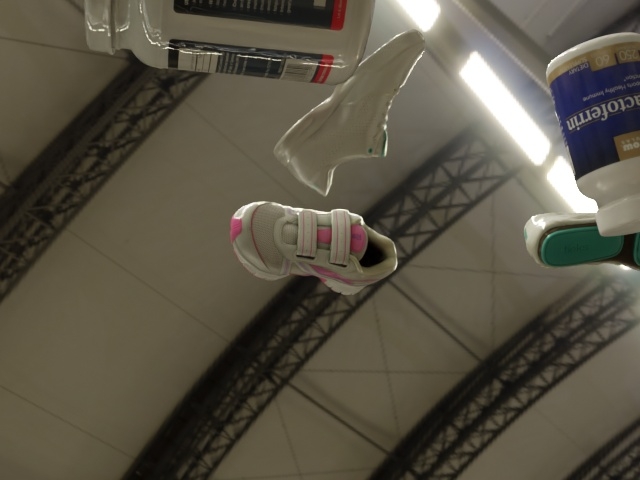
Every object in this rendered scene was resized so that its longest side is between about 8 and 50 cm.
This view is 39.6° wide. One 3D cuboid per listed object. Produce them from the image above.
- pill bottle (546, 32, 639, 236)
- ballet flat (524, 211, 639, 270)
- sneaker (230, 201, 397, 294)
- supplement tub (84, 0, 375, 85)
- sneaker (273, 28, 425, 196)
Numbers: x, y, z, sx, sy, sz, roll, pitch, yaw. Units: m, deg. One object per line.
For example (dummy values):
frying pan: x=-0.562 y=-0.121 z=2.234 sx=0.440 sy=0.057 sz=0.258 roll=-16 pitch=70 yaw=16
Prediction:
pill bottle: x=0.428 y=-0.147 z=1.270 sx=0.153 sy=0.153 sz=0.264 roll=-4 pitch=-104 yaw=-37
ballet flat: x=0.582 y=-0.014 z=1.732 sx=0.400 sy=0.139 sz=0.139 roll=0 pitch=-83 yaw=-12
sneaker: x=0.000 y=0.000 z=1.150 sx=0.252 sy=0.111 sz=0.103 roll=12 pitch=-113 yaw=-39
supplement tub: x=-0.091 y=-0.263 z=0.902 sx=0.272 sy=0.191 sz=0.191 roll=4 pitch=-86 yaw=-10
sneaker: x=0.052 y=-0.141 z=1.002 sx=0.212 sy=0.080 sz=0.094 roll=-44 pitch=-91 yaw=6
